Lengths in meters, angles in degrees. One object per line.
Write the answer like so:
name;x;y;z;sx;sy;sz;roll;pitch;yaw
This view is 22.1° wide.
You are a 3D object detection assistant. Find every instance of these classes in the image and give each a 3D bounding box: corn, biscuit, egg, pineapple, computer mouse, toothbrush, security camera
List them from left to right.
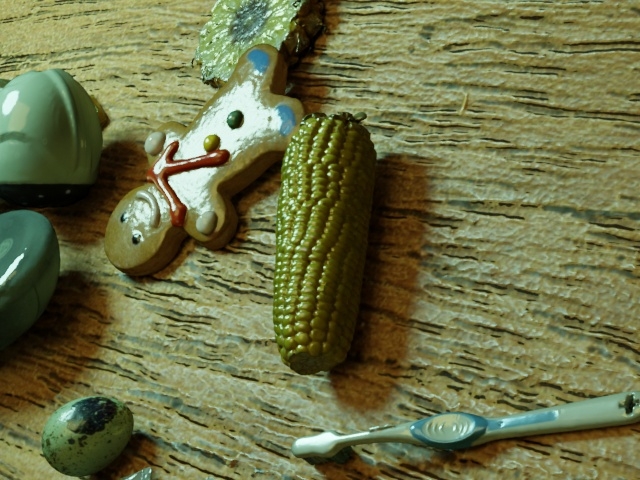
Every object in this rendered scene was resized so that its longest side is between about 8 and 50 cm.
computer mouse;-0.460;0.080;2.089;0.371;0.122;0.188;-15;39;31
security camera;-0.401;-0.129;2.153;0.277;0.197;0.191;0;88;38
egg;-0.260;0.217;1.833;0.110;0.085;0.085;-28;44;15
biscuit;-0.147;-0.082;1.969;0.324;0.049;0.205;-42;50;18
pineapple;-0.083;-0.273;2.078;0.221;0.047;0.221;-24;47;29
corn;0.000;0.000;1.752;0.106;0.106;0.305;-15;53;34
toothbrush;0.131;0.177;1.544;0.386;0.040;0.040;-14;52;35

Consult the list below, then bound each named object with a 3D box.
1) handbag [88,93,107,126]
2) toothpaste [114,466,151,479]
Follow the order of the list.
handbag;-0.329;-0.169;2.239;0.061;0.027;0.083;-44;41;6
toothpaste;-0.322;0.336;1.821;0.323;0.066;0.100;-21;43;24
